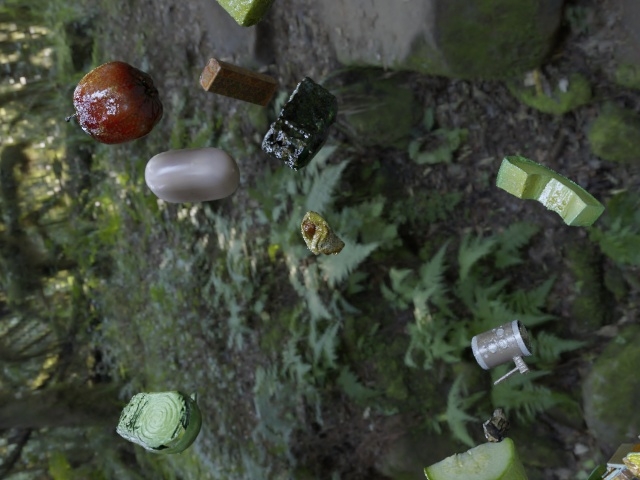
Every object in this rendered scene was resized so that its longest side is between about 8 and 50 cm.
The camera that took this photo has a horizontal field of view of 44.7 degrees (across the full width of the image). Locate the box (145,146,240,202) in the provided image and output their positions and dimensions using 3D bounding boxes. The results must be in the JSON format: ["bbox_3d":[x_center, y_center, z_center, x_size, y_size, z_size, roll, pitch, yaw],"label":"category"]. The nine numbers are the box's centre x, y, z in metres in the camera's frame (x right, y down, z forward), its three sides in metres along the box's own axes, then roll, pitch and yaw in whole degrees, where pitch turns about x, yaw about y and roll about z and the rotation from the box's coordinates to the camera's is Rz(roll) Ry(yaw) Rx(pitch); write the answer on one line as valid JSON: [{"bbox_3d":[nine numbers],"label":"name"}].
[{"bbox_3d":[-0.273,-0.139,1.669,0.146,0.200,0.088,67,-161,-66],"label":"box"}]

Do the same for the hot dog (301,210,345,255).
[{"bbox_3d":[0.001,0.001,1.731,0.169,0.078,0.061,48,-132,-48],"label":"hot dog"}]

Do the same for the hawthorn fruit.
[{"bbox_3d":[-0.412,-0.260,1.516,0.157,0.194,0.157,-16,-90,-80],"label":"hawthorn fruit"}]

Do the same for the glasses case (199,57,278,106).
[{"bbox_3d":[-0.207,-0.404,1.990,0.049,0.218,0.075,50,116,28],"label":"glasses case"}]

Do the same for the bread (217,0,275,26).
[{"bbox_3d":[-0.129,-0.448,1.365,0.114,0.111,0.129,37,-160,-5],"label":"bread"}]

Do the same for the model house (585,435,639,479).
[{"bbox_3d":[0.825,0.614,1.777,0.358,0.242,0.313,48,127,21],"label":"model house"}]

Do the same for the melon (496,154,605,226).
[{"bbox_3d":[0.447,-0.094,1.517,0.118,0.209,0.064,-29,-31,-61],"label":"melon"}]

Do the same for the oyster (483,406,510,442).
[{"bbox_3d":[0.353,0.372,1.544,0.054,0.083,0.019,53,143,-1],"label":"oyster"}]

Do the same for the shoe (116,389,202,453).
[{"bbox_3d":[-0.325,0.380,1.644,0.262,0.128,0.140,-6,66,44],"label":"shoe"}]

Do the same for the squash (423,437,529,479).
[{"bbox_3d":[0.408,0.634,1.922,0.155,0.237,0.204,61,-171,-24],"label":"squash"}]

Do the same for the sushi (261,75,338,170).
[{"bbox_3d":[-0.039,-0.267,1.809,0.225,0.127,0.124,-63,4,-34],"label":"sushi"}]

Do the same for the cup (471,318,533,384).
[{"bbox_3d":[0.353,0.215,1.494,0.074,0.099,0.102,-3,-110,-66],"label":"cup"}]
